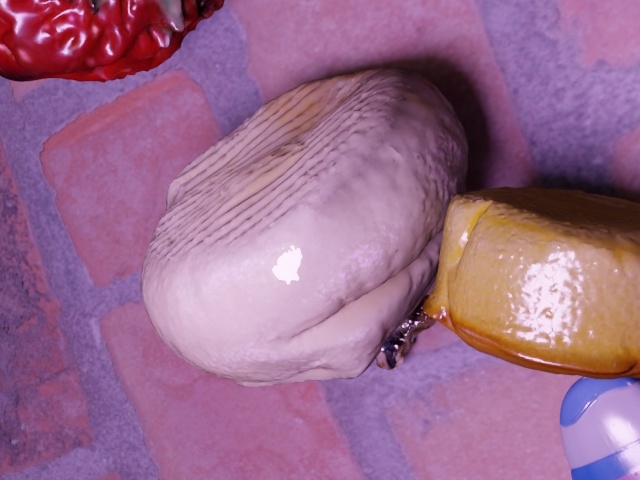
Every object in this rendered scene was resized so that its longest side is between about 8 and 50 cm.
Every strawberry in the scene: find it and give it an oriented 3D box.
[{"bbox_3d":[-0.275,-0.301,1.635,0.295,0.317,0.345,50,153,-23],"label":"strawberry"}]

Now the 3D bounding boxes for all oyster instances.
[{"bbox_3d":[0.052,0.057,1.620,0.148,0.051,0.103,52,122,27],"label":"oyster"}]

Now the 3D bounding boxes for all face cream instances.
[{"bbox_3d":[0.315,0.242,1.444,0.149,0.083,0.264,-34,81,38],"label":"face cream"}]

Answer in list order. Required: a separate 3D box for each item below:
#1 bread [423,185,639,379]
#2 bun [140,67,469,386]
[{"bbox_3d":[0.228,0.040,1.339,0.270,0.270,0.148,15,104,35],"label":"bread"},{"bbox_3d":[0.000,0.000,1.477,0.365,0.365,0.219,-21,119,40],"label":"bun"}]
